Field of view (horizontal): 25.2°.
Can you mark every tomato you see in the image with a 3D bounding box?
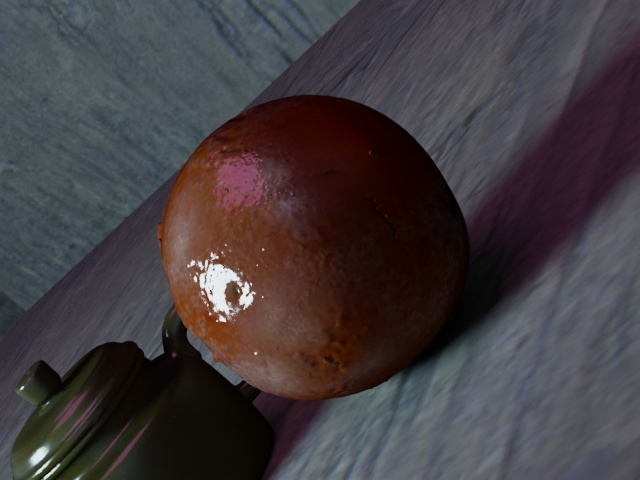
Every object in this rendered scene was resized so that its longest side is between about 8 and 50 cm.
[{"bbox_3d":[0.000,0.000,0.959,0.184,0.208,0.208,-39,15,19],"label":"tomato"}]

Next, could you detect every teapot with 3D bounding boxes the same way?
[{"bbox_3d":[-0.147,0.147,1.092,0.267,0.175,0.185,-50,15,-5],"label":"teapot"}]
